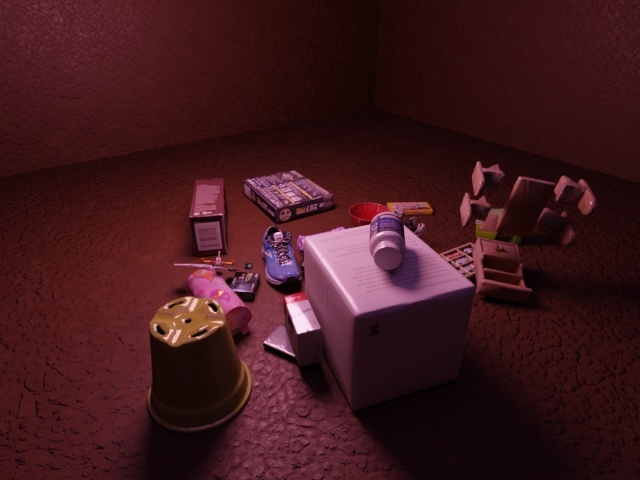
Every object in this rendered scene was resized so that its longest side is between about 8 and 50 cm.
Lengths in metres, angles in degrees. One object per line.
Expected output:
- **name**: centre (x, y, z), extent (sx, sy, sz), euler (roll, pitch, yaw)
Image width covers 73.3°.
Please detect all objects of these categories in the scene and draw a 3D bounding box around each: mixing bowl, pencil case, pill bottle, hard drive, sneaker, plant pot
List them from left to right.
- **plant pot**: centre (-0.322, 0.294, 1.105), extent (0.275, 0.254, 0.276), euler (1, 29, 0)
- **pencil case**: centre (-0.334, 0.200, 1.410), extent (0.124, 0.124, 0.284), euler (-20, 37, -32)
- **sneaker**: centre (-0.162, 0.049, 1.637), extent (0.129, 0.147, 0.330), euler (-10, 33, -18)
- **hard drive**: centre (-0.091, 0.314, 1.304), extent (0.135, 0.022, 0.094), euler (17, 34, 25)
- **pencil case**: centre (0.000, 0.000, 1.783), extent (0.206, 0.088, 0.086), euler (-12, 34, -23)
- **mixing bowl**: centre (0.217, -0.088, 1.926), extent (0.181, 0.098, 0.181), euler (0, 29, 0)
- **pill bottle**: centre (0.175, 0.002, 1.126), extent (0.094, 0.094, 0.169), euler (4, 30, 6)

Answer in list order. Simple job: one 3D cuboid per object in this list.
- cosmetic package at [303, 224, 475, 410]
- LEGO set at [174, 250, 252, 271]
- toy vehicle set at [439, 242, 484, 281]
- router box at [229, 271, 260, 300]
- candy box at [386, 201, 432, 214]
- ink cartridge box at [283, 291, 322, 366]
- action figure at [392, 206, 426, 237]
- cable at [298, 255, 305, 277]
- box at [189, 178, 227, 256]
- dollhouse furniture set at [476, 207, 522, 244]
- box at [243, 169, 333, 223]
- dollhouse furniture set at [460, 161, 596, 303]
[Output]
- **cosmetic package**: centre (0.164, 0.187, 1.226), extent (0.329, 0.328, 0.394), euler (-10, 31, -17)
- **LEGO set**: centre (-0.369, 0.077, 1.539), extent (0.244, 0.060, 0.182), euler (0, -8, 27)
- **toy vehicle set**: centre (0.557, 0.093, 1.683), extent (0.266, 0.035, 0.166), euler (-17, 35, -28)
- **router box**: centre (-0.273, 0.162, 1.546), extent (0.092, 0.038, 0.122), euler (3, 30, 3)
- **candy box**: centre (0.439, -0.158, 2.124), extent (0.205, 0.027, 0.105), euler (-2, 27, -4)
- **ink cartridge box**: centre (-0.053, 0.256, 1.252), extent (0.072, 0.128, 0.175), euler (-9, 31, -14)
- **action figure**: centre (0.349, -0.058, 1.824), extent (0.164, 0.141, 0.276), euler (41, 27, -6)
- **cable**: centre (0.003, 0.104, 1.610), extent (0.150, 0.047, 0.185), euler (-13, 47, -16)
- **box**: centre (-0.476, -0.110, 1.865), extent (0.143, 0.191, 0.381), euler (-6, 32, -11)
- **dollhouse furniture set**: centre (0.821, -0.127, 1.952), extent (0.197, 0.151, 0.301), euler (12, 32, 18)
- **box**: centre (-0.171, -0.235, 2.179), extent (0.318, 0.097, 0.395), euler (-19, 35, -27)
- **dollhouse furniture set**: centre (0.670, -0.020, 1.474), extent (0.361, 0.394, 0.257), euler (11, 40, 4)
